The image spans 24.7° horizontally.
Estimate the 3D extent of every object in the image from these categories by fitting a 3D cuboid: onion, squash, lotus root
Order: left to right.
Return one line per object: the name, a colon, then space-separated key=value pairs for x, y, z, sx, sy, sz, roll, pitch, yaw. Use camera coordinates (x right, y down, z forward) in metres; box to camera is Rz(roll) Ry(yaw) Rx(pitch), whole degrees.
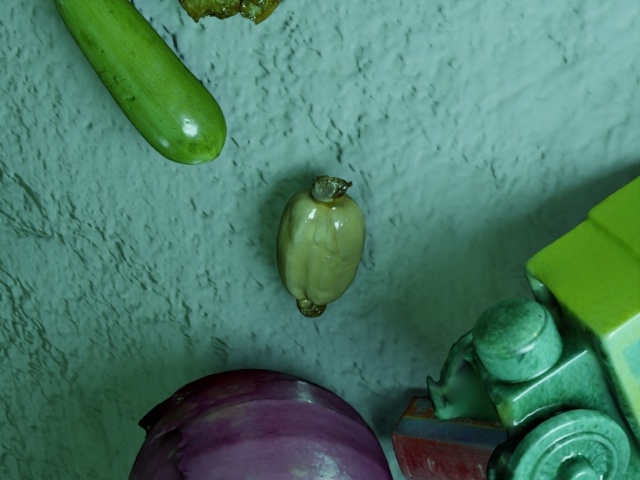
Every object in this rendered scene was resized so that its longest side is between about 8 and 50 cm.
squash: x=-0.151 y=-0.142 z=1.188 sx=0.201 sy=0.066 sz=0.066 roll=50 pitch=136 yaw=-8
onion: x=-0.035 y=0.278 z=1.261 sx=0.345 sy=0.358 sz=0.358 roll=-18 pitch=118 yaw=-3
lotus root: x=0.000 y=0.000 z=1.194 sx=0.073 sy=0.062 sz=0.150 roll=21 pitch=133 yaw=11

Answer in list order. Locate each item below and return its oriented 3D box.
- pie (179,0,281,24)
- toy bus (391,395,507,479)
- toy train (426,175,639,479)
pie: x=-0.056 y=-0.222 z=1.084 sx=0.092 sy=0.034 sz=0.170 roll=34 pitch=130 yaw=11
toy bus: x=0.154 y=0.171 z=1.207 sx=0.192 sy=0.077 sz=0.065 roll=2 pitch=124 yaw=34
toy train: x=0.236 y=0.153 z=1.047 sx=0.369 sy=0.237 sz=0.150 roll=61 pitch=174 yaw=-35
